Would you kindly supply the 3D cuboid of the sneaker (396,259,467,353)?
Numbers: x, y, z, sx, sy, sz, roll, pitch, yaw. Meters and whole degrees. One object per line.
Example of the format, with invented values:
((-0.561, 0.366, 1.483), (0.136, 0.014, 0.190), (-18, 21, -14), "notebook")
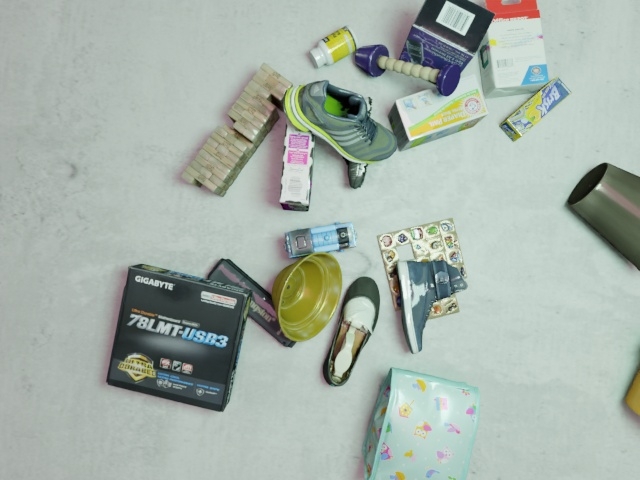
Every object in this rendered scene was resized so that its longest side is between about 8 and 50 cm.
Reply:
((0.275, 0.156, 1.060), (0.163, 0.086, 0.226), (-4, 87, 2), "sneaker")

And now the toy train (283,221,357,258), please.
((0.000, 0.000, 1.065), (0.184, 0.105, 0.080), (-9, 88, 0), "toy train")

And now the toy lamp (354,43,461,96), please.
((0.194, -0.407, 1.037), (0.275, 0.080, 0.080), (35, 88, 35), "toy lamp")

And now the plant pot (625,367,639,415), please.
((0.829, 0.347, 1.019), (0.205, 0.205, 0.188), (30, 103, 1), "plant pot")

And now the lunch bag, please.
((0.234, 0.436, 1.024), (0.223, 0.160, 0.262), (14, 94, 1), "lunch bag")

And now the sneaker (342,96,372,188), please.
((0.070, -0.243, 1.092), (0.106, 0.078, 0.234), (4, 84, 3), "sneaker")

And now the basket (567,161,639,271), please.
((0.733, -0.070, 1.051), (0.227, 0.154, 0.204), (34, 90, 5), "basket")

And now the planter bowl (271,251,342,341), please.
((-0.049, 0.122, 1.046), (0.090, 0.217, 0.217), (16, 87, 39), "planter bowl")

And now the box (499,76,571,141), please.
((0.538, -0.329, 1.104), (0.169, 0.054, 0.059), (-41, 89, -2), "box")

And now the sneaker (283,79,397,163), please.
((0.068, -0.251, 0.953), (0.300, 0.121, 0.111), (16, 80, -36), "sneaker")

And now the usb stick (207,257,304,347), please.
((-0.158, 0.154, 1.089), (0.278, 0.045, 0.077), (41, 88, 1), "usb stick")

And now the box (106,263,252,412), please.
((-0.336, 0.230, 1.054), (0.295, 0.073, 0.293), (13, 96, 3), "box")

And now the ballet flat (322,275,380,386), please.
((0.082, 0.224, 1.061), (0.095, 0.096, 0.280), (17, 88, 1), "ballet flat")

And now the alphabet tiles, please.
((0.267, 0.079, 1.111), (0.198, 0.009, 0.237), (-13, 88, -1), "alphabet tiles")

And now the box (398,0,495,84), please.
((0.284, -0.466, 1.032), (0.153, 0.207, 0.108), (27, 88, 2), "box")

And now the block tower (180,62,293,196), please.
((-0.196, -0.260, 1.082), (0.097, 0.091, 0.335), (37, 89, 2), "block tower")

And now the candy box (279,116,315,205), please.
((-0.051, -0.192, 1.046), (0.071, 0.159, 0.233), (4, 88, -2), "candy box")

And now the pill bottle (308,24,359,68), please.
((0.032, -0.481, 1.103), (0.116, 0.065, 0.065), (-31, 88, -1), "pill bottle")

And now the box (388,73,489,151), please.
((0.283, -0.308, 1.073), (0.203, 0.114, 0.103), (-19, 88, -2), "box")

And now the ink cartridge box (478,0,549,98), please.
((0.472, -0.485, 1.097), (0.134, 0.078, 0.231), (-6, 88, -1), "ink cartridge box")
